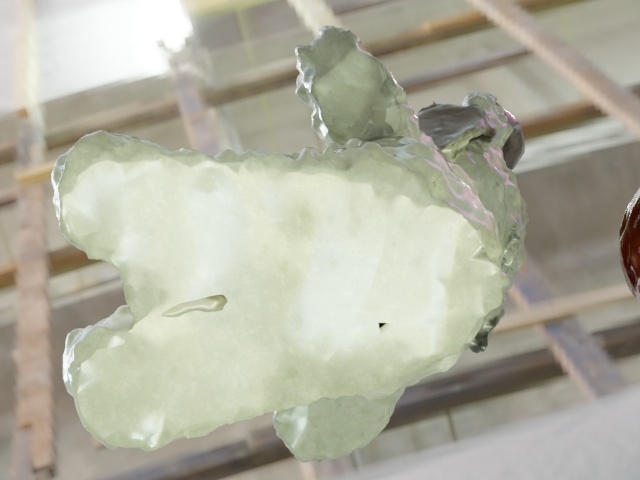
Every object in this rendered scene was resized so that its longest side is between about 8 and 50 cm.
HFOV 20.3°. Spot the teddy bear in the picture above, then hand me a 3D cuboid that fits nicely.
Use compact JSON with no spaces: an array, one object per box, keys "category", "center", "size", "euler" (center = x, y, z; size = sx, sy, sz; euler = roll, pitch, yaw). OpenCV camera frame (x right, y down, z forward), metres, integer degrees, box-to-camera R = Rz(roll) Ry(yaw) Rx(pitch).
[{"category":"teddy bear","center":[0.000,0.000,1.364],"size":[0.375,0.327,0.362],"euler":[-3,-168,-3]}]

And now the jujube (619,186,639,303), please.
[{"category":"jujube","center":[0.309,0.031,1.284],"size":[0.168,0.168,0.236],"euler":[-17,-142,-3]}]
